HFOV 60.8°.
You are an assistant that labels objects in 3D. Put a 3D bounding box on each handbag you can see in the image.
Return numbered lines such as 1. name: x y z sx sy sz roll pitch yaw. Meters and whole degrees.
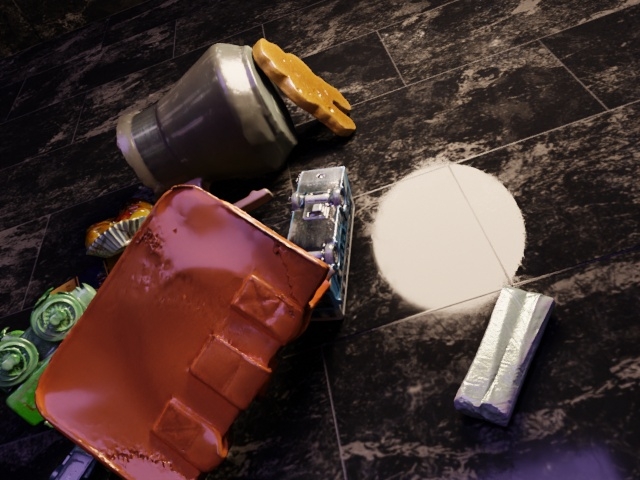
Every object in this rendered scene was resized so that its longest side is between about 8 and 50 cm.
1. handbag: -0.198 0.143 0.828 0.303 0.116 0.410 32 84 11

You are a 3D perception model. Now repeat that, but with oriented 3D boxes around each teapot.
1. teapot: -0.251 -0.216 1.237 0.361 0.305 0.376 -25 73 12

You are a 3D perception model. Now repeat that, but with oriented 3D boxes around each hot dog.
1. hot dog: -0.430 -0.029 1.177 0.162 0.082 0.270 -33 16 -10

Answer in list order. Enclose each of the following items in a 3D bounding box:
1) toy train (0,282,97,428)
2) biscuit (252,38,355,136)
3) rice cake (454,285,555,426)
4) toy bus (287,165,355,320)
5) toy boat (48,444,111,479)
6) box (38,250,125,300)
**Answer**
1. toy train: -0.468 0.203 0.971 0.243 0.188 0.132 -46 16 -21
2. biscuit: -0.036 -0.349 1.252 0.044 0.295 0.186 -41 35 26
3. rice cake: 0.272 0.165 0.801 0.080 0.042 0.222 17 56 29
4. toy bus: 0.000 0.000 1.005 0.106 0.131 0.297 -5 48 15
5. toy boat: -0.389 0.429 0.798 0.103 0.093 0.246 21 57 11
6. box: -0.452 0.123 1.129 0.237 0.070 0.152 -33 45 -5
